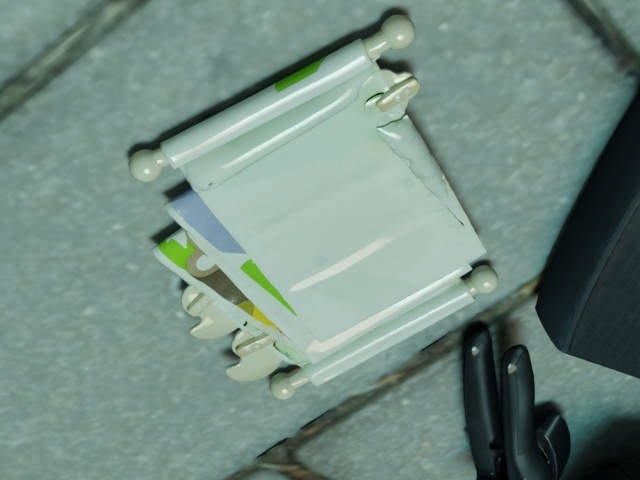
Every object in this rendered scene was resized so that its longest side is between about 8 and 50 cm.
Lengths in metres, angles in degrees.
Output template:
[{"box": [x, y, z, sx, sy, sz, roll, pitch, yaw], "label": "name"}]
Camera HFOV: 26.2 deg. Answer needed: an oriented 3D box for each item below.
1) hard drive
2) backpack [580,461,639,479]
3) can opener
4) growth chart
[{"box": [0.230, -0.011, 0.717, 0.172, 0.054, 0.255, 20, 130, -4], "label": "hard drive"}, {"box": [0.314, 0.295, 1.011, 0.355, 0.273, 0.290, 23, 130, -5], "label": "backpack"}, {"box": [0.116, 0.117, 0.877, 0.059, 0.073, 0.186, 11, 145, 27], "label": "can opener"}, {"box": [0.000, 0.000, 0.714, 0.172, 0.021, 0.237, -23, 140, 6], "label": "growth chart"}]
